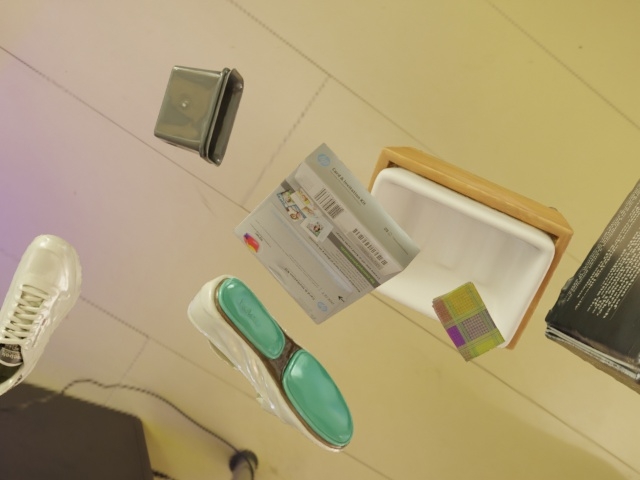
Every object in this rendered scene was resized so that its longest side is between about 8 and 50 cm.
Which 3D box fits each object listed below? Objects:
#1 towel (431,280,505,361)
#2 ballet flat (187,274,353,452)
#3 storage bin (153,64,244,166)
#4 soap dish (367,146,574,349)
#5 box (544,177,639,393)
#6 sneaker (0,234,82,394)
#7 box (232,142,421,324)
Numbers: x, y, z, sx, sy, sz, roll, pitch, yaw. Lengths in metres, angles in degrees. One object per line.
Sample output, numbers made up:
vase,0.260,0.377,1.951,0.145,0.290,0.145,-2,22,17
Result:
towel,0.171,0.093,1.052,0.060,0.009,0.083,-33,82,30
ballet flat,-0.094,0.230,1.652,0.139,0.139,0.400,-40,106,-5
storage bin,-0.173,-0.183,1.291,0.091,0.098,0.135,16,87,10
soap dish,0.197,0.004,1.335,0.291,0.118,0.228,26,127,12
box,0.520,0.116,0.870,0.480,0.472,0.297,33,94,5
sneaker,-0.388,0.102,1.211,0.090,0.095,0.235,23,111,-4
box,0.000,0.000,0.948,0.145,0.186,0.038,48,54,-2
